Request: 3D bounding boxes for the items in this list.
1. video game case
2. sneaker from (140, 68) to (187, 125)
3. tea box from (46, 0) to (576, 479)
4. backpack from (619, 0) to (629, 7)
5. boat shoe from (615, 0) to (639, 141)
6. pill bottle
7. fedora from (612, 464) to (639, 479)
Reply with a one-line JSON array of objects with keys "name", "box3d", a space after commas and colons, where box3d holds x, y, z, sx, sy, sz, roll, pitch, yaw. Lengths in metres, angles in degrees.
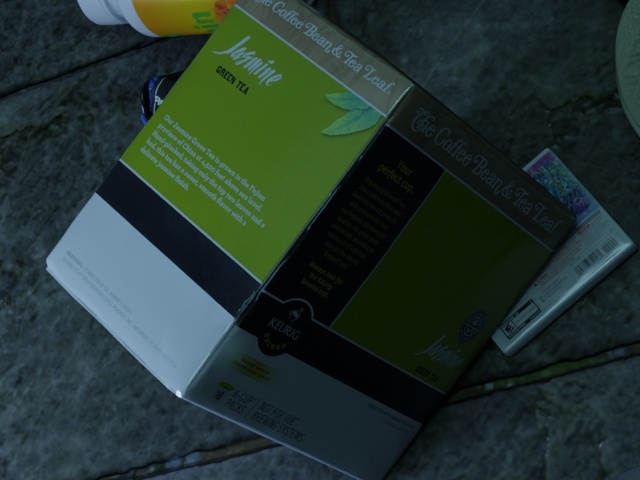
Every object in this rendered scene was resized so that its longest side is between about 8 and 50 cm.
[{"name": "video game case", "box3d": [0.196, 0.010, 1.811, 0.157, 0.019, 0.143, -41, 54, 6]}, {"name": "sneaker", "box3d": [-0.134, -0.071, 1.930, 0.127, 0.182, 0.315, 23, 79, 36]}, {"name": "tea box", "box3d": [0.000, 0.000, 1.716, 0.323, 0.329, 0.220, -52, 53, 3]}, {"name": "backpack", "box3d": [0.306, -0.337, 1.863, 0.173, 0.117, 0.158, -42, 55, 1]}, {"name": "boat shoe", "box3d": [0.400, -0.075, 1.664, 0.187, 0.156, 0.500, -37, 43, 11]}, {"name": "pill bottle", "box3d": [-0.137, -0.288, 2.067, 0.246, 0.136, 0.136, -1, 66, 29]}, {"name": "fedora", "box3d": [0.267, 0.266, 1.553, 0.275, 0.244, 0.124, -26, 18, 45]}]
